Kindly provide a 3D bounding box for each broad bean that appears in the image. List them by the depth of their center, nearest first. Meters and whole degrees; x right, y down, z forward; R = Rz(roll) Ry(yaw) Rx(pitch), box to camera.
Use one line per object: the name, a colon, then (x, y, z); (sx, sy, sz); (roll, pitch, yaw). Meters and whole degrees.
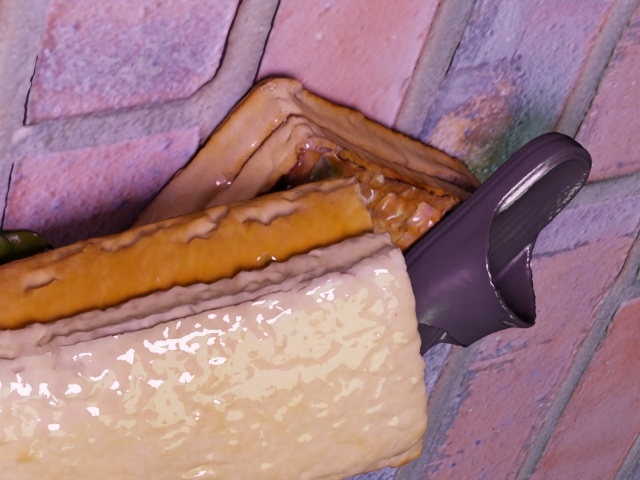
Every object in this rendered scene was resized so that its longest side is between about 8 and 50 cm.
broad bean: (-0.277, 0.010, 1.329); (0.195, 0.046, 0.061); (14, 125, -48)

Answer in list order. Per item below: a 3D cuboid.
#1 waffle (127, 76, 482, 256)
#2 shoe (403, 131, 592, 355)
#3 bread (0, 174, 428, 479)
waffle: (-0.001, -0.001, 1.528); (0.213, 0.091, 0.308); (-48, 146, 16)
shoe: (0.143, 0.025, 1.532); (0.241, 0.093, 0.108); (-48, 148, 12)
bread: (-0.119, 0.109, 1.348); (0.375, 0.165, 0.236); (-14, 130, -10)
